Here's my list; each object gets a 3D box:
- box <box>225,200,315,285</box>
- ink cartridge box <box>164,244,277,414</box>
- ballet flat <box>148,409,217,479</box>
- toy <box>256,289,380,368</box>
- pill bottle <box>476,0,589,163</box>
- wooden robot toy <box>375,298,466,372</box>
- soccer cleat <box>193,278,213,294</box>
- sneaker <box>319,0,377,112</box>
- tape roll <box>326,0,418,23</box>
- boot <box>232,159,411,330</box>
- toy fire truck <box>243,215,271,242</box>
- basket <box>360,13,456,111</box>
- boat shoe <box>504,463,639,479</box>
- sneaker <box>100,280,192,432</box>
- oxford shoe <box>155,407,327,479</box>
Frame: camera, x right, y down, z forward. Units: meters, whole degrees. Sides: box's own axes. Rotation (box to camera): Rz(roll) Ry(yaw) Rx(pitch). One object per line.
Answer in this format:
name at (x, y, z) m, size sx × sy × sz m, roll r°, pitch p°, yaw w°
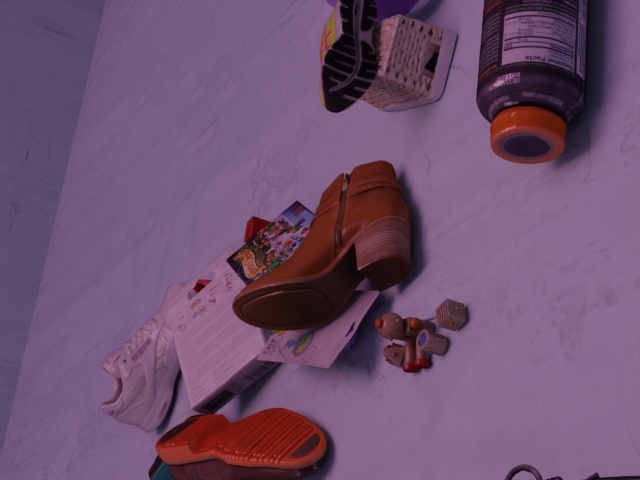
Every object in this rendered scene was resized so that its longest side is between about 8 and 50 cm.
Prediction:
box at (-0.046, 0.032, 1.807) m, size 0.159 × 0.044 × 0.233 m, roll -40°, pitch 28°, yaw -6°
ink cartridge box at (-0.167, 0.153, 1.944) m, size 0.189 × 0.066 × 0.232 m, roll -40°, pitch 44°, yaw 22°
ballet flat at (-0.228, 0.353, 1.993) m, size 0.280 × 0.095 × 0.096 m, roll -43°, pitch 24°, yaw 45°
toy at (0.005, 0.140, 1.687) m, size 0.137 × 0.056 × 0.237 m, roll -55°, pitch 25°, yaw -19°
pill bottle at (0.255, -0.217, 1.365) m, size 0.130 × 0.130 × 0.246 m, roll -30°, pitch 46°, yaw 55°
wooden robot toy at (0.110, 0.123, 1.476) m, size 0.173 × 0.079 × 0.076 m, roll -34°, pitch 43°, yaw 53°
soccer cleat at (-0.188, 0.170, 2.032) m, size 0.083 × 0.095 × 0.248 m, roll -51°, pitch 31°, yaw 35°
sneaker at (0.034, -0.270, 1.688) m, size 0.094 × 0.081 × 0.209 m, roll -43°, pitch 30°, yaw 57°
tape roll at (0.110, -0.489, 1.824) m, size 0.275 × 0.090 × 0.275 m, roll -46°, pitch 34°, yaw 44°
boot at (0.000, 0.000, 1.662) m, size 0.283 × 0.109 × 0.220 m, roll -26°, pitch 40°, yaw 20°
toy fire truck at (-0.089, 0.028, 1.991) m, size 0.135 × 0.047 × 0.192 m, roll -40°, pitch 39°, yaw 48°
basket at (0.113, -0.271, 1.729) m, size 0.167 × 0.103 × 0.113 m, roll -1°, pitch 72°, yaw 63°
boat shoe at (0.213, 0.309, 1.043) m, size 0.500 × 0.156 × 0.187 m, roll -32°, pitch 42°, yaw 51°
sneaker at (-0.342, 0.220, 2.245) m, size 0.114 × 0.152 × 0.305 m, roll -7°, pitch 65°, yaw 65°
oxford shoe at (-0.106, 0.345, 1.748) m, size 0.130 × 0.133 × 0.363 m, roll -34°, pitch 16°, yaw -37°
